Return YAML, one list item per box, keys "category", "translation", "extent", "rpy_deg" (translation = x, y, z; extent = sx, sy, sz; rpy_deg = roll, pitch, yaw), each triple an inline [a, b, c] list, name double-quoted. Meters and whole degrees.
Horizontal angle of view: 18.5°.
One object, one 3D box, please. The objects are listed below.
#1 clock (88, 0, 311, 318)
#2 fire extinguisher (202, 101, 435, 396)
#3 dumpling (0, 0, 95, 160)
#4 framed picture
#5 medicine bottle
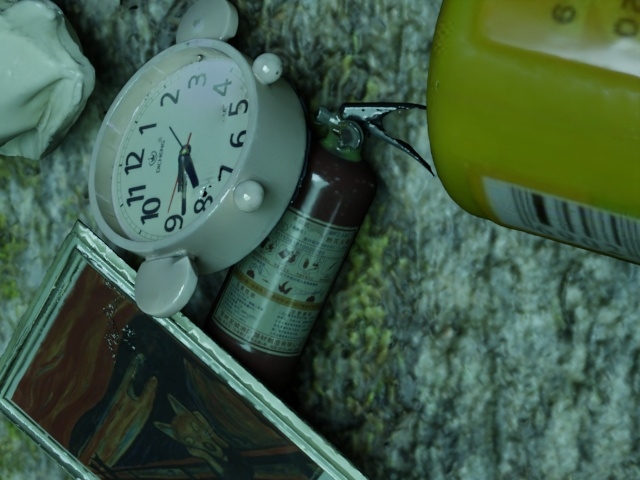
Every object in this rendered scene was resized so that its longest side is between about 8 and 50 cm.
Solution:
- category: "clock"
  translation: [-0.078, -0.054, 1.302]
  extent: [0.155, 0.063, 0.229]
  rpy_deg: [-11, 64, 38]
- category: "fire extinguisher"
  translation: [0.000, 0.000, 1.325]
  extent: [0.099, 0.071, 0.231]
  rpy_deg: [26, 107, 0]
- category: "dumpling"
  translation: [-0.228, -0.113, 1.354]
  extent: [0.199, 0.118, 0.136]
  rpy_deg: [-12, 113, 47]
- category: "framed picture"
  translation: [-0.108, 0.139, 1.369]
  extent: [0.273, 0.016, 0.216]
  rpy_deg: [40, 134, 7]
- category: "medicine bottle"
  translation: [0.272, -0.075, 1.104]
  extent: [0.384, 0.224, 0.224]
  rpy_deg: [17, 106, 28]
